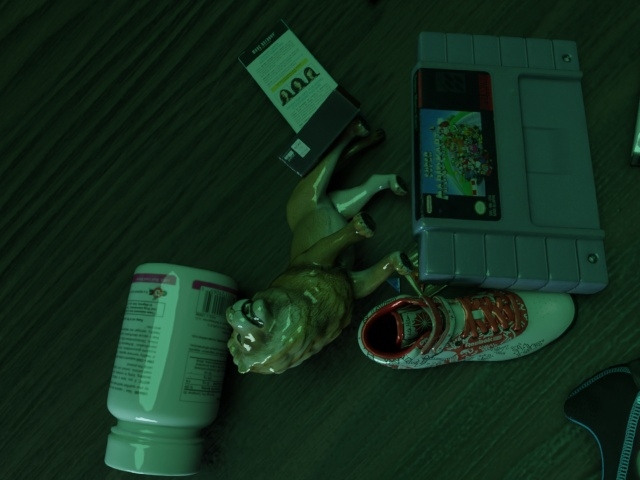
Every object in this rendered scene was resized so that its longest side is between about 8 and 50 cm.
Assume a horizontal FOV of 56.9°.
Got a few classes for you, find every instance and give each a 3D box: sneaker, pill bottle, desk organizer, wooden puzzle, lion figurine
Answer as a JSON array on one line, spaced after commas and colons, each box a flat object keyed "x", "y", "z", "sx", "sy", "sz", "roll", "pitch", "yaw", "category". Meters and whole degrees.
[{"x": 0.385, "y": 0.295, "z": 0.623, "sx": 0.139, "sy": 0.125, "sz": 0.341, "roll": -31, "pitch": 58, "yaw": 28, "category": "sneaker"}, {"x": -0.221, "y": 0.186, "z": 0.873, "sx": 0.160, "sy": 0.160, "sz": 0.283, "roll": 2, "pitch": 75, "yaw": 24, "category": "pill bottle"}, {"x": 0.000, "y": -0.159, "z": 0.854, "sx": 0.047, "sy": 0.050, "sz": 0.130, "roll": 39, "pitch": 115, "yaw": -10, "category": "desk organizer"}, {"x": 0.154, "y": 0.040, "z": 0.839, "sx": 0.116, "sy": 0.014, "sz": 0.078, "roll": -42, "pitch": 63, "yaw": 7, "category": "wooden puzzle"}, {"x": 0.180, "y": 0.106, "z": 0.734, "sx": 0.270, "sy": 0.145, "sz": 0.090, "roll": -15, "pitch": 70, "yaw": 18, "category": "sneaker"}, {"x": 0.000, "y": 0.000, "z": 0.831, "sx": 0.240, "sy": 0.142, "sz": 0.392, "roll": -35, "pitch": 24, "yaw": 31, "category": "lion figurine"}]

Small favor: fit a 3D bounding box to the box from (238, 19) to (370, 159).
[{"x": -0.030, "y": -0.247, "z": 0.975, "sx": 0.100, "sy": 0.060, "sz": 0.244, "roll": -39, "pitch": 64, "yaw": 8, "category": "box"}]

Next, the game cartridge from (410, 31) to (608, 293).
[{"x": 0.232, "y": -0.112, "z": 0.763, "sx": 0.230, "sy": 0.068, "sz": 0.355, "roll": 4, "pitch": 69, "yaw": -5, "category": "game cartridge"}]

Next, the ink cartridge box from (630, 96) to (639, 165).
[{"x": 0.514, "y": -0.188, "z": 0.735, "sx": 0.208, "sy": 0.045, "sz": 0.206, "roll": 9, "pitch": 79, "yaw": 25, "category": "ink cartridge box"}]
